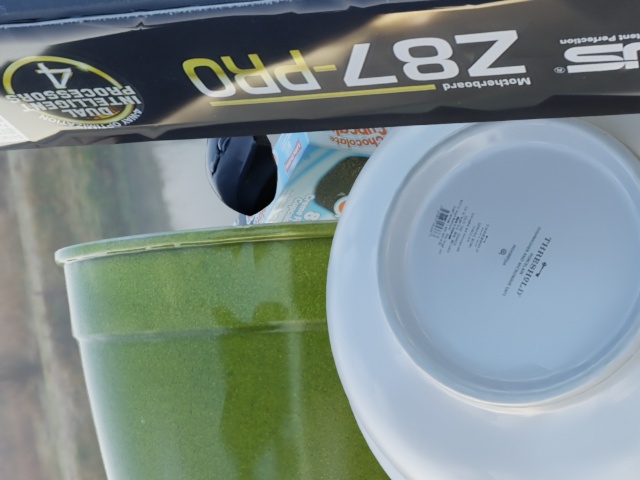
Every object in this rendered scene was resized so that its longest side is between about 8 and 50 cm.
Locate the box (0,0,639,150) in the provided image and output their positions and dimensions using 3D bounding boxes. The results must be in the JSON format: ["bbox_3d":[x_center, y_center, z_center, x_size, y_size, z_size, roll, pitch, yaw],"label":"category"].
[{"bbox_3d":[-0.012,-0.196,0.464,0.097,0.395,0.318,52,-140,-59],"label":"box"}]

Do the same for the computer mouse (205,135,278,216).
[{"bbox_3d":[-0.066,-0.100,0.907,0.071,0.041,0.242,53,156,32],"label":"computer mouse"}]

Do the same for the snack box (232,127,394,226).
[{"bbox_3d":[0.000,0.000,1.292,0.322,0.187,0.060,-59,36,40],"label":"snack box"}]

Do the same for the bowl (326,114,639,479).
[{"bbox_3d":[0.118,0.020,0.605,0.134,0.298,0.298,29,-138,-62],"label":"bowl"}]

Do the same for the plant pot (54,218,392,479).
[{"bbox_3d":[-0.026,0.175,0.985,0.366,0.366,0.353,160,106,-73],"label":"plant pot"}]
